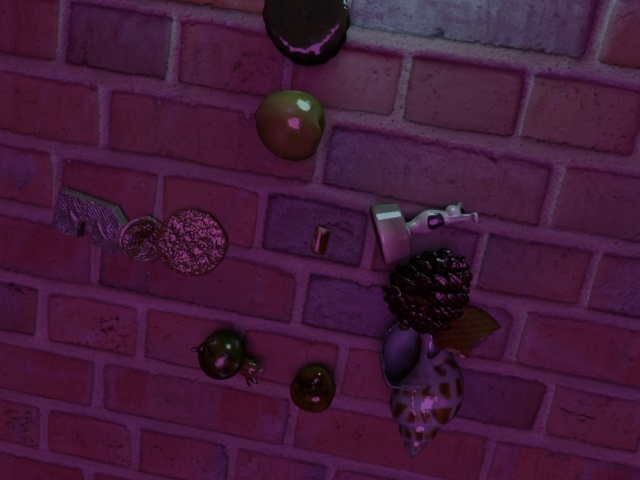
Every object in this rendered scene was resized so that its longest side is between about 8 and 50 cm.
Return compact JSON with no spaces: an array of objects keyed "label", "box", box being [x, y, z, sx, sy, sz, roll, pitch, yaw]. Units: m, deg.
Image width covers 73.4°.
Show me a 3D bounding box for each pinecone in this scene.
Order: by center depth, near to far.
[{"label":"pinecone","box":[0.297,0.136,1.180,0.224,0.224,0.272,45,75,-4]}]

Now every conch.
[{"label":"conch","box":[0.283,0.419,1.243,0.250,0.197,0.367,12,58,9]}]

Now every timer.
[{"label":"timer","box":[0.286,-0.046,1.196,0.267,0.175,0.175,-15,99,3]}]

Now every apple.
[{"label":"apple","box":[-0.077,-0.313,1.164,0.200,0.200,0.199,1,101,5]}]

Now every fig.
[{"label":"fig","box":[-0.025,0.467,1.342,0.153,0.121,0.135,-24,60,28]}]

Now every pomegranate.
[{"label":"pomegranate","box":[-0.286,0.379,1.336,0.156,0.156,0.220,-32,106,10]}]

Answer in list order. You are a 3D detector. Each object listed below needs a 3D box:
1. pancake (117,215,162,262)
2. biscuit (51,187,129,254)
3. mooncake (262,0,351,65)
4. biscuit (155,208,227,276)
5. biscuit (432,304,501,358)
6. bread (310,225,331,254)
[{"label":"pancake","box":[-0.546,-0.004,1.321,0.152,0.025,0.151,-3,101,-15]},{"label":"biscuit","box":[-0.707,-0.058,1.334,0.250,0.046,0.147,20,102,1]},{"label":"mooncake","box":[-0.033,-0.584,1.138,0.229,0.124,0.227,0,96,3]},{"label":"biscuit","box":[-0.397,0.008,1.321,0.220,0.033,0.219,0,103,-2]},{"label":"biscuit","box":[0.426,0.266,1.250,0.229,0.176,0.031,10,143,-13]},{"label":"bread","box":[0.000,0.000,1.292,0.047,0.036,0.083,15,101,-6]}]
